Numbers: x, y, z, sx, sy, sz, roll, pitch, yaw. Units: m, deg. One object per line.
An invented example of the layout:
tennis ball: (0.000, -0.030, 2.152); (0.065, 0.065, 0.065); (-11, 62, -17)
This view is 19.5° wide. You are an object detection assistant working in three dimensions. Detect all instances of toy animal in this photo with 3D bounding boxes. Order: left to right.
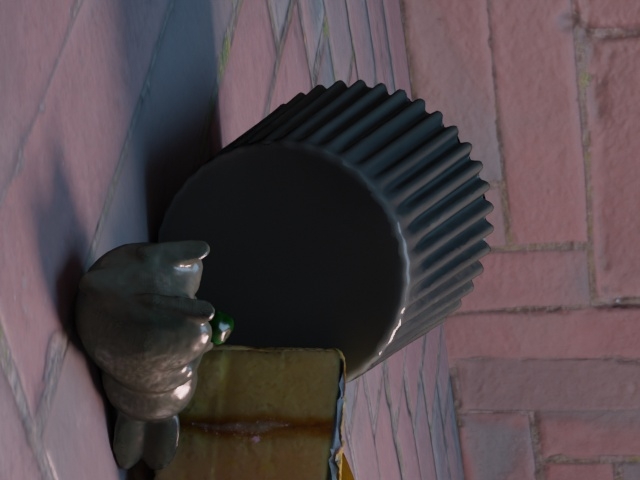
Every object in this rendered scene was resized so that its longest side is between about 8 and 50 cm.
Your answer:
toy animal: (-0.150, 0.093, 1.570); (0.236, 0.138, 0.108); (115, -24, -51)

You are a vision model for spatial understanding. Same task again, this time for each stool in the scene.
stool: (0.000, 0.000, 1.874); (0.330, 0.297, 0.297); (-34, 121, -72)

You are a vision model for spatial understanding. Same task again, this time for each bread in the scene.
bread: (-0.060, 0.208, 1.768); (0.264, 0.168, 0.163); (88, 6, -71)

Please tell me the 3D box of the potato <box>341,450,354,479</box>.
potato: (-0.023, 0.351, 1.963); (0.195, 0.176, 0.369); (78, 7, -73)
